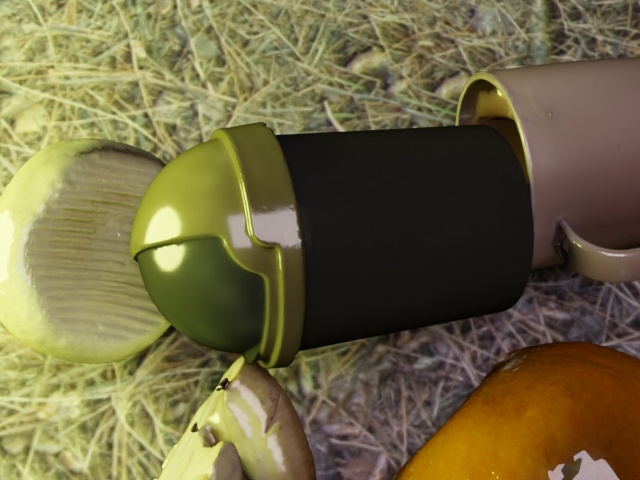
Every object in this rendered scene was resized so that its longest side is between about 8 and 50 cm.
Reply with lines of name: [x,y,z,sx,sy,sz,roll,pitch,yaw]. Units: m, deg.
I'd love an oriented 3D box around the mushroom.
mushroom: [-0.075,0.254,1.065,0.151,0.156,0.286,30,64,-13]

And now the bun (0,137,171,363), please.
bun: [-0.219,0.011,1.139,0.222,0.127,0.222,9,76,-40]

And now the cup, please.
cup: [0.262,-0.059,1.136,0.200,0.191,0.253,-9,39,-11]

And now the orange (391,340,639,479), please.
orange: [0.214,0.234,1.113,0.310,0.274,0.274,-29,74,-44]

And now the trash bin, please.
trash bin: [0.000,0.000,1.077,0.333,0.214,0.214,-5,72,-19]
